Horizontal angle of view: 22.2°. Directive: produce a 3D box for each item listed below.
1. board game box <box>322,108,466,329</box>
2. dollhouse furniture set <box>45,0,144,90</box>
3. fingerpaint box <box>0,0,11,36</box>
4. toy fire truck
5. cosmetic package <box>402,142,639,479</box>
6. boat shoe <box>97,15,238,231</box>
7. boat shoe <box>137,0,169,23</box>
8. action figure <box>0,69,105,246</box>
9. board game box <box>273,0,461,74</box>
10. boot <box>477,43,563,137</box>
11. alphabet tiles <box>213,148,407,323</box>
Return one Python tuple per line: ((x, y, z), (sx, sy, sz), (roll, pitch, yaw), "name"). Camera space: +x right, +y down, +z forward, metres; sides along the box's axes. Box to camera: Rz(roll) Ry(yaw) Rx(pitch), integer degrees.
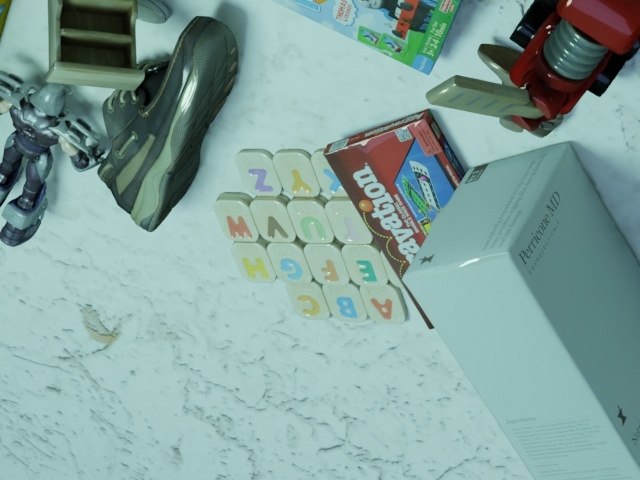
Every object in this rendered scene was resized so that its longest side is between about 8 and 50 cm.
((0.132, -0.020, 1.981), (0.145, 0.027, 0.281), (-18, 118, 30), "board game box")
((-0.224, -0.288, 1.805), (0.212, 0.161, 0.242), (3, 162, -24), "dollhouse furniture set")
((-0.567, -0.159, 1.989), (0.163, 0.445, 0.371), (32, 137, 1), "fingerpaint box")
((0.234, -0.198, 1.611), (0.158, 0.246, 0.217), (34, 138, -1), "toy fire truck")
((0.280, 0.106, 1.887), (0.156, 0.217, 0.385), (-12, 123, 39), "cosmetic package")
((-0.207, -0.150, 2.010), (0.130, 0.132, 0.355), (32, 137, 4), "boat shoe")
((-0.233, -0.282, 1.975), (0.100, 0.035, 0.035), (24, 136, 11), "boat shoe")
((-0.385, -0.126, 2.166), (0.185, 0.099, 0.285), (41, 135, 8), "action figure")
((0.045, -0.274, 1.768), (0.211, 0.039, 0.160), (26, 156, 3), "board game box")
((0.217, -0.161, 1.808), (0.118, 0.042, 0.087), (29, 139, 6), "boot")
((0.000, 0.000, 2.101), (0.284, 0.021, 0.278), (1, 129, 30), "alphabet tiles")
